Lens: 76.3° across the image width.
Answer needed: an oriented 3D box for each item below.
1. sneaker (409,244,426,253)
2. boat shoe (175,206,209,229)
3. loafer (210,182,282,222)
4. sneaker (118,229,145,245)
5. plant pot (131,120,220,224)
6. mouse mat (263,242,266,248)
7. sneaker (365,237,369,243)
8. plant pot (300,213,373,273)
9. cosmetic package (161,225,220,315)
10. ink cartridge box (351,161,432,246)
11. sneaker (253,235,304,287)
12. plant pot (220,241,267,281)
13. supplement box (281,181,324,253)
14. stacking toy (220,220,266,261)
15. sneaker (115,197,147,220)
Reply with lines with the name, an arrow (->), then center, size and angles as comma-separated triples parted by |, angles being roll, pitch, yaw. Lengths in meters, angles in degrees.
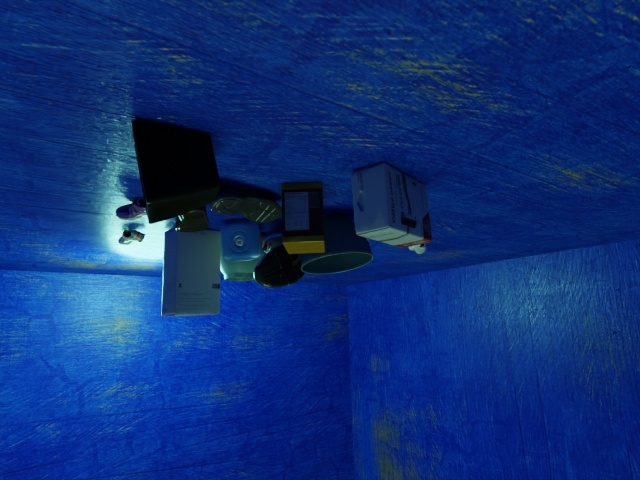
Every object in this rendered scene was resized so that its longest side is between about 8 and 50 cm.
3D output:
sneaker -> 0.459, 0.029, 1.870 | 0.061, 0.053, 0.152 | -13, 165, 35
boat shoe -> -0.430, -0.104, 1.366 | 0.111, 0.104, 0.307 | -6, 169, -23
loafer -> -0.243, -0.133, 1.337 | 0.109, 0.095, 0.303 | -42, 154, 23
sneaker -> -0.868, -0.021, 1.833 | 0.161, 0.057, 0.075 | -7, 150, 29
plant pot -> -0.336, -0.160, 0.958 | 0.167, 0.187, 0.188 | -11, 172, -22
mouse mat -> -0.341, 0.011, 1.963 | 0.190, 0.007, 0.153 | 5, -165, -34
sneaker -> 0.110, 0.052, 2.048 | 0.294, 0.146, 0.102 | 0, 168, -9
plant pot -> 0.053, 0.005, 1.658 | 0.291, 0.195, 0.290 | -8, 161, -3
cosmetic package -> -0.573, 0.141, 1.816 | 0.217, 0.384, 0.156 | 6, 167, -41
ink cartridge box -> 0.221, -0.098, 1.236 | 0.114, 0.196, 0.273 | -13, 164, 39
sneaker -> -0.185, 0.088, 1.799 | 0.258, 0.169, 0.447 | -11, -165, 38
plant pot -> -0.419, 0.114, 2.157 | 0.293, 0.196, 0.293 | -1, 168, 0
supplement box -> -0.053, -0.068, 1.345 | 0.129, 0.194, 0.191 | -2, 168, 1
stacking toy -> -0.310, -0.002, 1.817 | 0.175, 0.165, 0.302 | -5, -178, 9
sneaker -> -0.628, -0.119, 1.400 | 0.170, 0.068, 0.071 | -12, 152, 6
